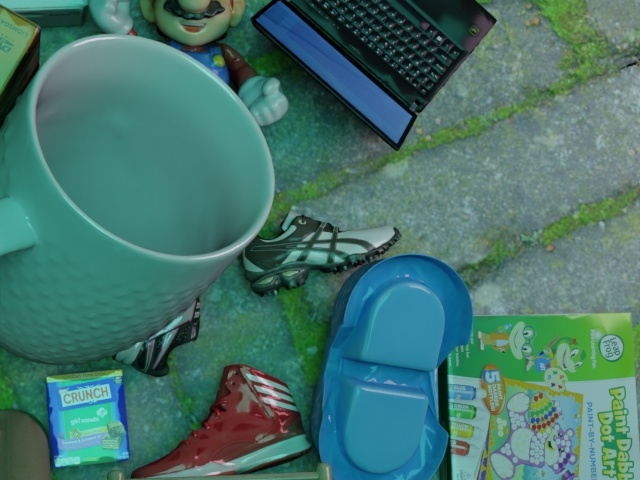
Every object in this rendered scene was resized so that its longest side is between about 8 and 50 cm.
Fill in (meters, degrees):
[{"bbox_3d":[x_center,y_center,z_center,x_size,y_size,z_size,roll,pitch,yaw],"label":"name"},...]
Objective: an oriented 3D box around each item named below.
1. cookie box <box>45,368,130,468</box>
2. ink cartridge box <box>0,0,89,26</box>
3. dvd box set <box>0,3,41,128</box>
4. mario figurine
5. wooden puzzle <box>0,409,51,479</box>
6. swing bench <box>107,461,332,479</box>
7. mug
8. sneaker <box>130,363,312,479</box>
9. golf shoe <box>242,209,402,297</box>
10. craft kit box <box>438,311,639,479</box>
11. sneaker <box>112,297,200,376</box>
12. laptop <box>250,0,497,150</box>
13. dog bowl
[{"bbox_3d":[-0.271,0.207,1.719,0.092,0.040,0.107,-5,82,-11],"label":"cookie box"},{"bbox_3d":[-0.359,-0.361,1.757,0.153,0.087,0.208,-3,82,-12],"label":"ink cartridge box"},{"bbox_3d":[-0.428,-0.028,1.583,0.062,0.307,0.420,29,77,-6],"label":"dvd box set"},{"bbox_3d":[-0.156,-0.212,1.731,0.198,0.170,0.320,1,89,-46],"label":"mario figurine"},{"bbox_3d":[-0.458,0.256,1.542,0.348,0.322,0.080,2,100,-12],"label":"wooden puzzle"},{"bbox_3d":[-0.106,0.394,1.614,0.253,0.165,0.254,-1,52,-13],"label":"swing bench"},{"bbox_3d":[-0.278,-0.001,1.557,0.374,0.328,0.276,-26,76,-44],"label":"mug"},{"bbox_3d":[-0.130,0.220,1.736,0.221,0.087,0.128,-11,76,-25],"label":"sneaker"},{"bbox_3d":[0.000,0.000,1.786,0.198,0.077,0.094,-17,86,-14],"label":"golf shoe"},{"bbox_3d":[0.268,0.214,1.823,0.247,0.061,0.249,-1,83,-14],"label":"craft kit box"},{"bbox_3d":[-0.170,0.083,1.752,0.077,0.072,0.178,37,85,-17],"label":"sneaker"},{"bbox_3d":[0.071,-0.268,1.805,0.234,0.136,0.264,41,77,-5],"label":"laptop"},{"bbox_3d":[0.076,0.157,1.747,0.166,0.074,0.297,11,92,-23],"label":"dog bowl"}]
